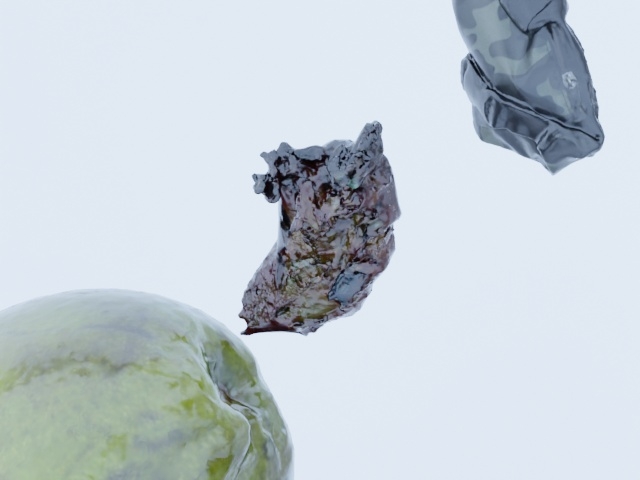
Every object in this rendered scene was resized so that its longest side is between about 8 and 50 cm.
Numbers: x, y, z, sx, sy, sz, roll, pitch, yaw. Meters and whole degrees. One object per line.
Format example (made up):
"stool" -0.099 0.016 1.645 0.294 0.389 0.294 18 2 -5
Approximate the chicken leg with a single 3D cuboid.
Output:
"chicken leg" 0.000 0.000 0.967 0.105 0.063 0.234 13 -40 2

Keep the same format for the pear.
"pear" -0.209 0.207 1.245 0.413 0.352 0.352 -31 -86 31

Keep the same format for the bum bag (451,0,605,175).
"bum bag" 0.169 -0.224 1.264 0.144 0.095 0.340 -5 -77 54
